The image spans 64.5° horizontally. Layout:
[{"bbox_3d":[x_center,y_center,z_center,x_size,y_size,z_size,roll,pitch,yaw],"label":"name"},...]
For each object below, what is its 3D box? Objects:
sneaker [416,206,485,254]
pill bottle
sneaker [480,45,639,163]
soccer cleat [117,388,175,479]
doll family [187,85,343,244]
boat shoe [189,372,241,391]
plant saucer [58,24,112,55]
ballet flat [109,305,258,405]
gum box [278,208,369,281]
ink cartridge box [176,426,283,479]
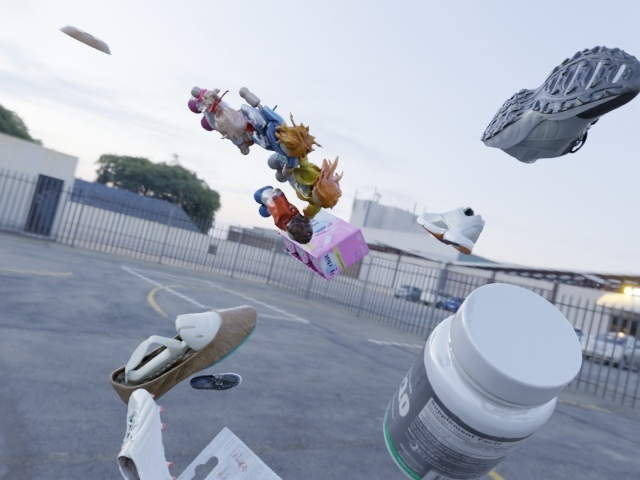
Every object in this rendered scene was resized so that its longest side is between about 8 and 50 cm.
[{"bbox_3d":[0.385,-0.050,1.470,0.099,0.121,0.262,35,3,-27],"label":"sneaker"},{"bbox_3d":[0.244,0.246,0.819,0.204,0.204,0.361,14,-46,-2],"label":"pill bottle"},{"bbox_3d":[0.335,-0.172,0.693,0.108,0.100,0.271,33,-9,-7],"label":"sneaker"},{"bbox_3d":[-0.292,0.324,0.818,0.076,0.068,0.196,10,36,-39],"label":"soccer cleat"},{"bbox_3d":[-0.050,-0.111,0.651,0.163,0.118,0.263,38,-16,54],"label":"doll family"},{"bbox_3d":[-0.289,0.389,1.391,0.142,0.049,0.040,-4,-24,-3],"label":"boat shoe"},{"bbox_3d":[-0.374,-0.323,0.812,0.083,0.015,0.083,27,11,-6],"label":"plant saucer"},{"bbox_3d":[-0.296,0.226,1.064,0.124,0.343,0.116,53,6,-39],"label":"ballet flat"},{"bbox_3d":[0.000,0.000,1.052,0.188,0.107,0.062,32,-30,55],"label":"gum box"},{"bbox_3d":[-0.145,0.479,0.889,0.232,0.066,0.189,37,40,11],"label":"ink cartridge box"}]
